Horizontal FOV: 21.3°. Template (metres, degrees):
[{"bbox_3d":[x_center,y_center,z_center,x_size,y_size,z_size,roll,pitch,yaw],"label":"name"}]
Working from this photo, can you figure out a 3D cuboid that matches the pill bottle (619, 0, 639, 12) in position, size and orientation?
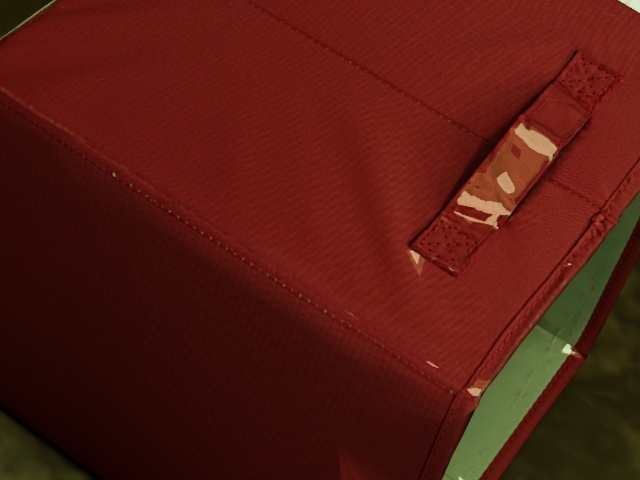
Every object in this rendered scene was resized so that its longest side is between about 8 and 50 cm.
[{"bbox_3d":[0.016,-0.151,0.748,0.283,0.161,0.161,31,54,3],"label":"pill bottle"}]

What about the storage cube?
[{"bbox_3d":[0.000,0.000,0.620,0.193,0.215,0.183,33,54,13],"label":"storage cube"}]
